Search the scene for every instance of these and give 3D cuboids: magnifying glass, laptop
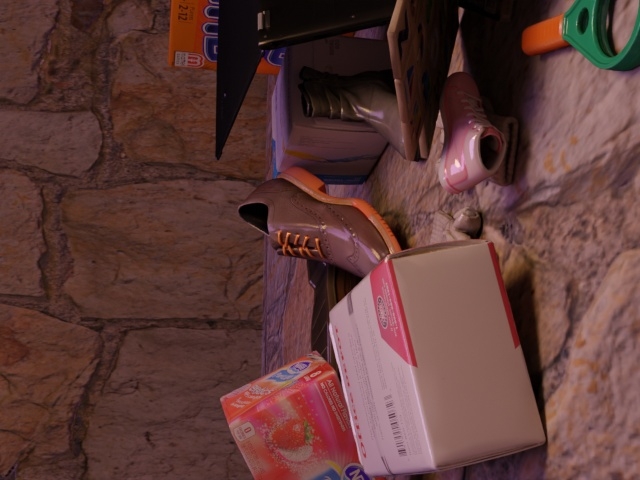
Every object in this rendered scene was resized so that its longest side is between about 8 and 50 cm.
[{"bbox_3d":[0.225,-0.184,0.789,0.231,0.026,0.092,-158,71,-78],"label":"magnifying glass"},{"bbox_3d":[-0.005,-0.372,1.391,0.236,0.408,0.381,61,-157,-57],"label":"laptop"}]

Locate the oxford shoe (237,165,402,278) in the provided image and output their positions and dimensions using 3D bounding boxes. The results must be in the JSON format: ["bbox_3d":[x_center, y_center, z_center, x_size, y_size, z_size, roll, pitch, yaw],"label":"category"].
[{"bbox_3d":[0.000,0.000,1.442,0.364,0.133,0.129,32,142,51],"label":"oxford shoe"}]

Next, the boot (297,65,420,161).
[{"bbox_3d":[0.052,-0.184,1.351,0.246,0.161,0.083,-109,21,-57],"label":"boot"}]

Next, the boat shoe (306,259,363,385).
[{"bbox_3d":[0.044,0.103,1.531,0.110,0.105,0.307,122,152,-53],"label":"boat shoe"}]

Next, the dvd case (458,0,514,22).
[{"bbox_3d":[0.194,-0.359,1.017,0.164,0.018,0.221,-110,24,-69],"label":"dvd case"}]

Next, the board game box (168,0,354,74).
[{"bbox_3d":[-0.110,-0.574,1.834,0.356,0.357,0.356,115,156,-66],"label":"board game box"}]

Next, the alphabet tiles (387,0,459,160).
[{"bbox_3d":[0.118,-0.267,0.991,0.285,0.011,0.342,73,-153,-51],"label":"alphabet tiles"}]

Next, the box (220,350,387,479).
[{"bbox_3d":[0.004,0.316,1.208,0.299,0.154,0.142,66,172,-8],"label":"box"}]

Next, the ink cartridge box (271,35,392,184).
[{"bbox_3d":[0.015,-0.214,1.566,0.232,0.168,0.171,120,150,-69],"label":"ink cartridge box"}]

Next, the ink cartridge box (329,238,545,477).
[{"bbox_3d":[0.108,0.136,0.992,0.283,0.117,0.207,125,134,-72],"label":"ink cartridge box"}]

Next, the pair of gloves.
[{"bbox_3d":[0.160,-0.046,1.066,0.204,0.042,0.240,-112,26,-67],"label":"pair of gloves"}]

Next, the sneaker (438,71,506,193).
[{"bbox_3d":[0.159,-0.117,0.948,0.070,0.051,0.134,-21,58,54],"label":"sneaker"}]
